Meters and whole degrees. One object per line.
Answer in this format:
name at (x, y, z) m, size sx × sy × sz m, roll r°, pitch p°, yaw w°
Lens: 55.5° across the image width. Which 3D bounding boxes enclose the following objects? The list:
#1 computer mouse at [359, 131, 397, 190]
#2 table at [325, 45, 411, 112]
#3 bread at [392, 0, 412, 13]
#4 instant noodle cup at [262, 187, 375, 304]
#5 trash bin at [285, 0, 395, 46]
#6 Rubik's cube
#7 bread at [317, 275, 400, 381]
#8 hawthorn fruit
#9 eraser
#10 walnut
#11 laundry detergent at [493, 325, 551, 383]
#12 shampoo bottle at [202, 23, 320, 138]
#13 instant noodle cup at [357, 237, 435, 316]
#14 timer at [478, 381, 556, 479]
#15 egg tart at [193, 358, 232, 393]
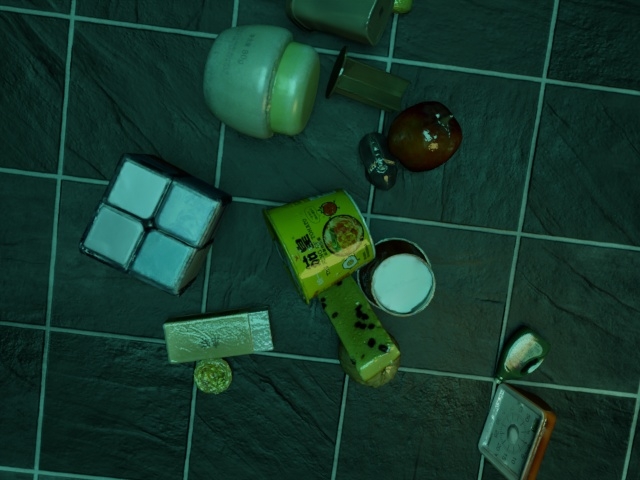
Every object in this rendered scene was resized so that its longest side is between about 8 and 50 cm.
computer mouse at (0.187, -0.250, 1.937) m, size 0.106 × 0.062 × 0.192 m, roll -17°, pitch 98°, yaw 0°
table at (0.150, -0.478, 1.875) m, size 0.227 × 0.167 × 0.167 m, roll 18°, pitch 96°, yaw -12°
bread at (0.227, -0.760, 1.863) m, size 0.129 × 0.111 × 0.114 m, roll 3°, pitch 104°, yaw 3°
instant noodle cup at (0.000, 0.000, 1.851) m, size 0.254 × 0.325 × 0.325 m, roll -25°, pitch 96°, yaw -8°
trash bin at (0.067, -0.699, 1.779) m, size 0.250 × 0.219 × 0.219 m, roll 25°, pitch 98°, yaw 16°
Rubik's cube at (-0.473, -0.057, 1.816) m, size 0.319 × 0.316 × 0.313 m, roll 26°, pitch 95°, yaw -5°
bread at (0.107, 0.251, 1.859) m, size 0.138 × 0.361 × 0.077 m, roll -32°, pitch 134°, yaw 0°
hawthorn fruit at (0.321, -0.319, 1.841) m, size 0.215 × 0.250 × 0.215 m, roll 5°, pitch 78°, yaw -23°
eraser at (-0.328, 0.306, 1.978) m, size 0.344 × 0.078 × 0.144 m, roll -8°, pitch 98°, yaw -1°
walnut at (0.153, 0.363, 1.934) m, size 0.214 × 0.213 × 0.213 m, roll 0°, pitch 96°, yaw -1°
laundry detergent at (0.660, 0.397, 2.020) m, size 0.137 × 0.063 × 0.210 m, roll 36°, pitch 94°, yaw -11°
shampoo bottle at (-0.176, -0.463, 1.774) m, size 0.318 × 0.322 × 0.322 m, roll 15°, pitch 96°, yaw 3°
instant noodle cup at (0.245, 0.121, 1.913) m, size 0.251 × 0.192 × 0.250 m, roll 0°, pitch 96°, yaw -2°
timer at (0.648, 0.626, 1.950) m, size 0.161 × 0.250 × 0.257 m, roll 17°, pitch 96°, yaw -3°
egg tart at (-0.353, 0.441, 2.006) m, size 0.129 × 0.049 × 0.128 m, roll 0°, pitch 97°, yaw -1°
